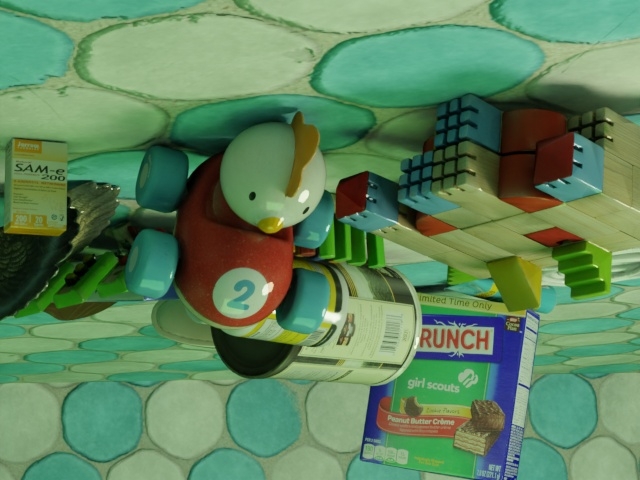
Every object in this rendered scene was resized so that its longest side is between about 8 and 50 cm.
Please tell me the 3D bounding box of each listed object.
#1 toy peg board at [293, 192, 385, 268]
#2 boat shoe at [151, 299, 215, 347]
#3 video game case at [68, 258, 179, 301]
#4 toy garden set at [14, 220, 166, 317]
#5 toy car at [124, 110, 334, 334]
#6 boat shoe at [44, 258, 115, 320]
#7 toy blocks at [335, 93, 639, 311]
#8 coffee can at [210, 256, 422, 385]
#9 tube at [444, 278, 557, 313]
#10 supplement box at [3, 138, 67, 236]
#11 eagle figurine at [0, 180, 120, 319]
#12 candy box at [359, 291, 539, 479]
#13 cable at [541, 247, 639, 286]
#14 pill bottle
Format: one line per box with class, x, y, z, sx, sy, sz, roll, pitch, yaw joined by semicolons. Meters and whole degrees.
toy peg board;0.000;0.000;1.822;0.161;0.079;0.161;-13;164;38
boat shoe;-0.126;0.128;2.307;0.324;0.116;0.097;-8;165;-3
video game case;-0.226;0.054;1.929;0.244;0.061;0.269;-2;179;44
toy garden set;-0.323;0.023;1.775;0.244;0.049;0.204;-14;-159;24
toy car;-0.064;-0.036;1.422;0.219;0.210;0.238;15;149;-20
boat shoe;-0.401;0.057;2.025;0.104;0.089;0.285;-36;157;20
toy blocks;0.197;-0.060;1.438;0.261;0.190;0.381;22;155;-37
coffee can;-0.005;0.122;2.089;0.201;0.201;0.275;-14;163;42
tube;0.328;0.091;2.395;0.207;0.052;0.080;11;156;-29
supplement box;-0.308;-0.057;1.449;0.062;0.098;0.036;3;167;-24
eagle figurine;-0.401;0.017;1.581;0.298;0.226;0.225;2;148;2
candy box;0.233;0.261;2.402;0.268;0.317;0.122;6;169;21
cable;0.362;-0.001;1.678;0.257;0.089;0.257;-11;168;30
pill bottle;-0.074;0.076;1.818;0.208;0.119;0.119;13;161;-39
